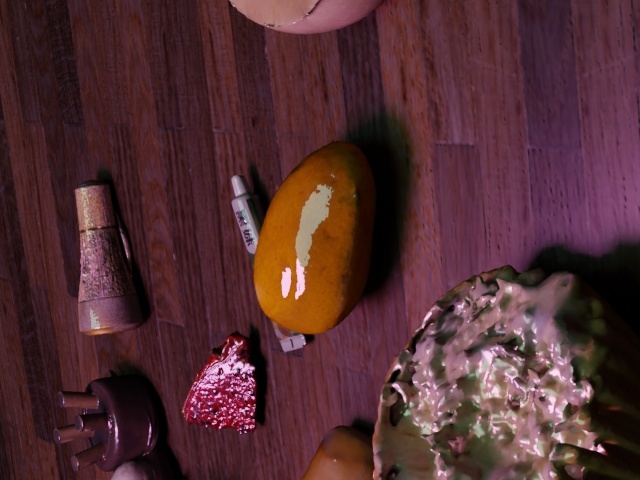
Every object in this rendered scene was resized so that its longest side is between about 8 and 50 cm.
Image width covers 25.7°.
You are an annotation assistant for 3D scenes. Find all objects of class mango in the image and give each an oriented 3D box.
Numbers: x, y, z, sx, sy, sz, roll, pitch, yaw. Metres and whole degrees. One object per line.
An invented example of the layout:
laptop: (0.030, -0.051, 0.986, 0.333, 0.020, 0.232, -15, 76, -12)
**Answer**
mango: (0.000, 0.000, 1.396, 0.147, 0.109, 0.227, -103, 26, -42)

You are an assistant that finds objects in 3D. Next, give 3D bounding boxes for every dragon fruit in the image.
dragon fruit: (-0.109, 0.158, 1.659, 0.097, 0.063, 0.131, 12, 115, 16)

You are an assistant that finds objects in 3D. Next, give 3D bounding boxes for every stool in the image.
stool: (-0.269, 0.268, 1.847, 0.125, 0.121, 0.217, -53, 55, 46)

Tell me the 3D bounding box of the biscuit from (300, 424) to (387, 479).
biscuit: (0.025, 0.356, 1.427, 0.237, 0.062, 0.291, 31, 96, 47)

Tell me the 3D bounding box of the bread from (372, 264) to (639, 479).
bread: (0.164, 0.151, 1.162, 0.274, 0.149, 0.274, -37, 40, 39)

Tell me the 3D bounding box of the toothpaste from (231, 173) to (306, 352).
toothpaste: (-0.059, 0.024, 1.548, 0.049, 0.031, 0.204, -21, 87, 55)

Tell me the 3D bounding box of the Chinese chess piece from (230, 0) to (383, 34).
Chinese chess piece: (-0.021, -0.318, 1.315, 0.249, 0.103, 0.250, 23, 120, 47)

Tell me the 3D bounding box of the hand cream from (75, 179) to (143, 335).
hand cream: (-0.285, 0.021, 1.823, 0.084, 0.084, 0.203, -15, 83, 54)
